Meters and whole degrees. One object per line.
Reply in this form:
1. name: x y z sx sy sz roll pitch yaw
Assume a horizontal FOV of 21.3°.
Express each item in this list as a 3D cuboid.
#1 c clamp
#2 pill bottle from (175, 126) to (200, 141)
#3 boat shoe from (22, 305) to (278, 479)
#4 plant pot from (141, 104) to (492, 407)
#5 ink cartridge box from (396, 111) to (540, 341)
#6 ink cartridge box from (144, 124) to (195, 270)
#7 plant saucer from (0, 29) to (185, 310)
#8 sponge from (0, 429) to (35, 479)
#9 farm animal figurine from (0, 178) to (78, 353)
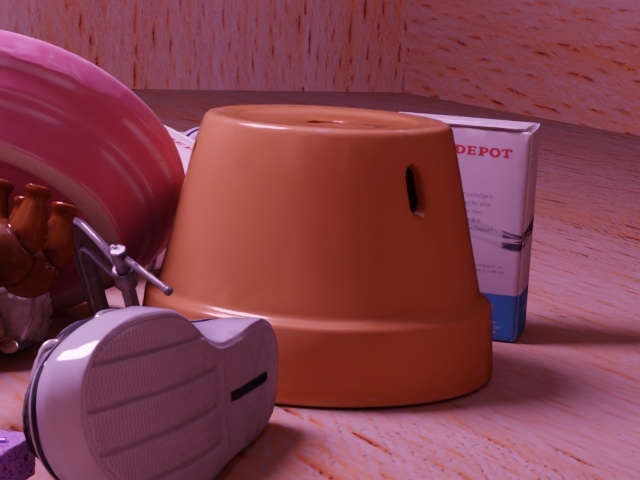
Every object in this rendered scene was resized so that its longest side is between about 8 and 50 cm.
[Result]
1. c clamp: -0.149 0.050 1.271 0.022 0.161 0.137 -33 56 -23
2. pill bottle: -0.125 -0.080 2.070 0.112 0.112 0.186 -5 13 -40
3. boat shoe: -0.122 0.102 1.058 0.119 0.121 0.335 -2 -3 14
4. plant pot: 0.000 0.000 1.375 0.290 0.204 0.291 3 9 0
5. ink cartridge box: 0.121 -0.015 1.537 0.139 0.191 0.082 6 10 14
6. ink cartridge box: -0.245 -0.053 1.737 0.198 0.115 0.273 29 22 33
7. plant saucer: -0.281 -0.040 1.416 0.332 0.332 0.084 5 53 6
8. sponge: -0.263 0.140 0.960 0.117 0.031 0.210 7 10 19
9. farm animal figurine: -0.354 0.023 1.220 0.330 0.172 0.327 16 -11 -9
